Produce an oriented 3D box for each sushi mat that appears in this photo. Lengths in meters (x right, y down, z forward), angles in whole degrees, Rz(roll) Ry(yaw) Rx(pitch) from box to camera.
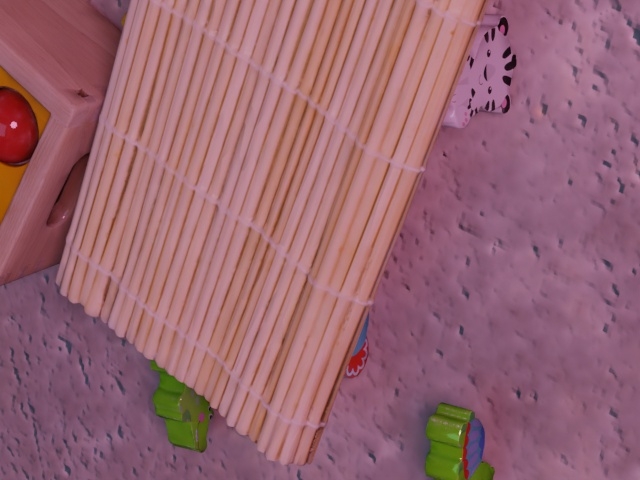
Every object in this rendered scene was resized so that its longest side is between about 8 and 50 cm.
[{"bbox_3d":[-0.018,-0.068,0.717,0.151,0.019,0.316,34,124,23],"label":"sushi mat"}]

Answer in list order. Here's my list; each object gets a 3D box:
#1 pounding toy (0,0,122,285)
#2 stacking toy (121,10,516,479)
[{"bbox_3d":[-0.155,-0.039,0.832,0.130,0.100,0.141,42,123,17],"label":"pounding toy"},{"bbox_3d":[0.000,0.000,0.774,0.167,0.052,0.221,10,112,34],"label":"stacking toy"}]
